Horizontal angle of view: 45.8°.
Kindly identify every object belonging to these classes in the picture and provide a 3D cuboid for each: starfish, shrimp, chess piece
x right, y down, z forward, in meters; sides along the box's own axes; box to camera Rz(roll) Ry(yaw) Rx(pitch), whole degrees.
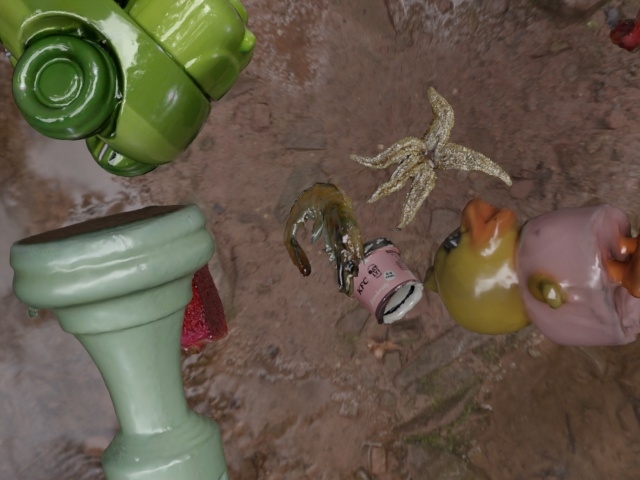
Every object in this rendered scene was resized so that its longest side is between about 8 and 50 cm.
[{"bbox_3d":[0.228,-0.156,1.725,0.293,0.084,0.302,-36,80,-4],"label":"starfish"},{"bbox_3d":[-0.001,0.000,1.469,0.173,0.058,0.253,-21,60,25],"label":"shrimp"},{"bbox_3d":[-0.178,0.124,0.759,0.194,0.194,0.299,-11,99,7],"label":"chess piece"}]

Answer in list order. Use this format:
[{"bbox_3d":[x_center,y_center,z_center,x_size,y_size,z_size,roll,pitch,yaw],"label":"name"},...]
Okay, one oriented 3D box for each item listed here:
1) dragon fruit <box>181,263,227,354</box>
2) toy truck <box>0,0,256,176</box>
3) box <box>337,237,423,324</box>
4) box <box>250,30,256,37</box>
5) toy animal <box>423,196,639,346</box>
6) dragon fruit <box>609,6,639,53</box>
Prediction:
[{"bbox_3d":[-0.278,0.112,1.404,0.161,0.126,0.274,-25,61,4],"label":"dragon fruit"},{"bbox_3d":[-0.124,-0.147,0.495,0.210,0.148,0.187,-29,80,2],"label":"toy truck"},{"bbox_3d":[0.133,0.093,1.608,0.151,0.151,0.135,-46,57,9],"label":"box"},{"bbox_3d":[-0.337,-0.446,1.314,0.415,0.264,0.116,28,102,-38],"label":"box"},{"bbox_3d":[0.247,0.036,0.865,0.281,0.195,0.169,5,112,33],"label":"toy animal"},{"bbox_3d":[0.244,-0.213,0.480,0.134,0.262,0.212,2,113,1],"label":"dragon fruit"}]
